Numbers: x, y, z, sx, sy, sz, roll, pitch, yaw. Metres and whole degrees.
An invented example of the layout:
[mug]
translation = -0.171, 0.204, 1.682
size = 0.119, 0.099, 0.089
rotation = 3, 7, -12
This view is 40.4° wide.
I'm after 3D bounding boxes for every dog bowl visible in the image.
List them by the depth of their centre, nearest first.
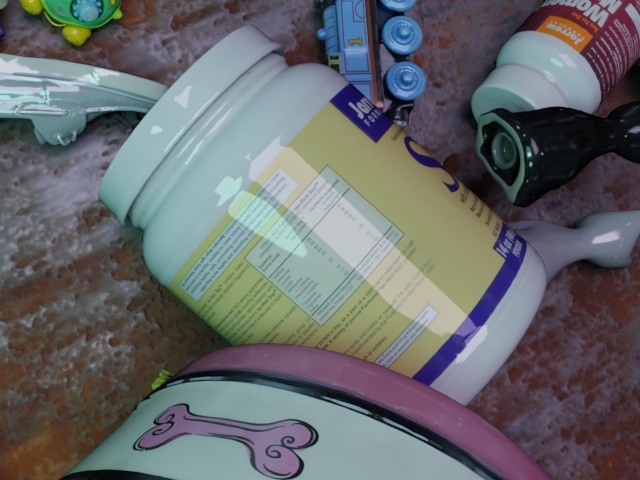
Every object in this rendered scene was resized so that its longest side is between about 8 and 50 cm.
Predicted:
[dog bowl]
translation = 0.007, 0.238, 0.642
size = 0.408, 0.408, 0.150
rotation = 33, 53, -5

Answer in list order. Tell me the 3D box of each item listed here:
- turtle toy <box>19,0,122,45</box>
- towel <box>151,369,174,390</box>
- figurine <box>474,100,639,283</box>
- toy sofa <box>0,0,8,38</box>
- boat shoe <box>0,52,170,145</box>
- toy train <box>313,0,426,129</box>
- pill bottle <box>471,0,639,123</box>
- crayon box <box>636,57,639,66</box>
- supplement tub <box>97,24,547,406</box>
[turtle toy]
translation = -0.245, -0.258, 0.838
size = 0.130, 0.066, 0.095
rotation = 35, 70, -22
[towel]
translation = -0.028, 0.175, 0.736
size = 0.237, 0.102, 0.021
rotation = 15, 54, 18
[figurine]
translation = 0.257, -0.040, 0.877
size = 0.209, 0.215, 0.092
rotation = -11, 38, -20
[toy sofa]
translation = -0.470, -0.265, 0.768
size = 0.362, 0.177, 0.150
rotation = -7, 54, -16
[boat shoe]
translation = -0.259, -0.130, 0.819
size = 0.227, 0.079, 0.081
rotation = 4, 100, -16
[toy train]
translation = 0.049, -0.202, 0.908
size = 0.105, 0.080, 0.184
rotation = -2, 78, -9
[pill bottle]
translation = 0.267, -0.199, 0.939
size = 0.121, 0.121, 0.221
rotation = 43, 70, -2
[crayon box]
translation = 0.575, -0.286, 0.938
size = 0.313, 0.106, 0.363
rotation = 21, 115, -10
[supplement tub]
translation = 0.000, 0.000, 0.760
size = 0.331, 0.241, 0.241
rotation = 42, 71, -3
